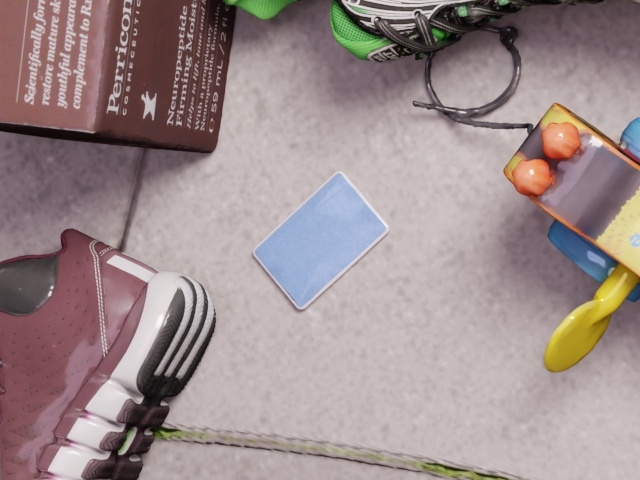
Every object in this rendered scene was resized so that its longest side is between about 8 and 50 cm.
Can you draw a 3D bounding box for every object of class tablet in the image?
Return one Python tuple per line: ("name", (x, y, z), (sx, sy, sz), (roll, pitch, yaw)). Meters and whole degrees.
("tablet", (0.000, 0.000, 1.102), (0.083, 0.006, 0.054), (-43, 78, 12))

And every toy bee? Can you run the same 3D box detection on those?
("toy bee", (0.166, -0.014, 0.972), (0.298, 0.162, 0.195), (17, 96, 17))

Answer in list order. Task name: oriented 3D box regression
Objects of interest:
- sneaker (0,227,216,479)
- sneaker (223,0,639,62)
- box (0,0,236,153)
("sneaker", (-0.201, 0.119, 1.124), (0.162, 0.106, 0.281), (31, 88, 20))
("sneaker", (0.091, -0.166, 1.011), (0.343, 0.134, 0.146), (14, 86, 25))
("box", (-0.166, -0.149, 1.053), (0.167, 0.203, 0.168), (8, 92, 17))
